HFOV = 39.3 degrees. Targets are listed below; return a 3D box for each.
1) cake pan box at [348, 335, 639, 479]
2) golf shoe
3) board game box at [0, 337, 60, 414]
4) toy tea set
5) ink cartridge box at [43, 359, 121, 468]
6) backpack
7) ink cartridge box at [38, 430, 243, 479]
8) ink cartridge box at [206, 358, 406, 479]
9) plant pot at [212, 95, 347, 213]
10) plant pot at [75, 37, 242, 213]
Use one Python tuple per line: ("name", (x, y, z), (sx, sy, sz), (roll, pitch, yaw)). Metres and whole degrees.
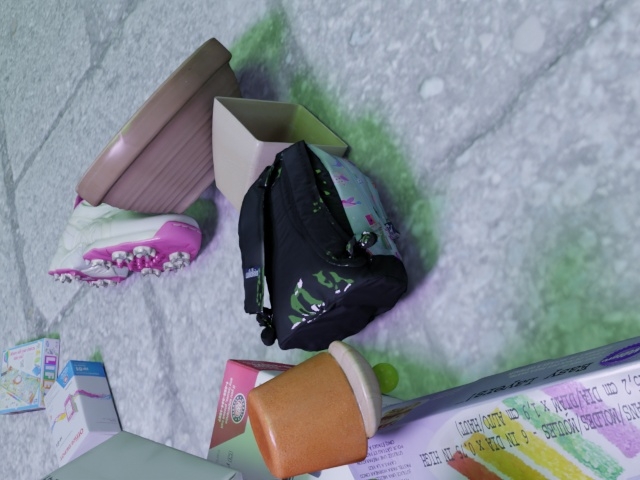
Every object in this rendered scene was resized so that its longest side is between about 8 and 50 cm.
("cake pan box", (0.164, 0.201, 0.563), (0.267, 0.070, 0.246), (-25, 89, 43))
("golf shoe", (-0.256, -0.020, 1.152), (0.306, 0.115, 0.140), (-10, 69, 47))
("board game box", (-0.452, 0.212, 1.381), (0.154, 0.026, 0.103), (-17, 68, 46))
("toy tea set", (0.062, 0.227, 0.566), (0.200, 0.124, 0.336), (-160, 54, -69))
("ink cartridge box", (-0.321, 0.236, 1.202), (0.088, 0.052, 0.122), (-52, 47, 27))
("backpack", (0.000, 0.000, 0.843), (0.152, 0.115, 0.182), (-35, 53, 25))
("ink cartridge box", (-0.118, 0.338, 0.767), (0.226, 0.131, 0.306), (-2, 111, 52))
("ink cartridge box", (0.003, 0.215, 0.791), (0.237, 0.100, 0.172), (9, 87, 50))
("plant pot", (-0.054, -0.082, 0.942), (0.109, 0.109, 0.096), (48, 128, 44))
("plant pot", (-0.161, -0.108, 1.023), (0.237, 0.110, 0.237), (-46, 8, 9))
